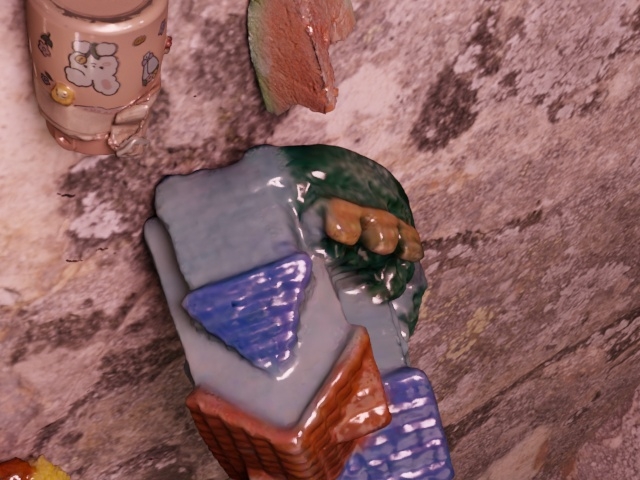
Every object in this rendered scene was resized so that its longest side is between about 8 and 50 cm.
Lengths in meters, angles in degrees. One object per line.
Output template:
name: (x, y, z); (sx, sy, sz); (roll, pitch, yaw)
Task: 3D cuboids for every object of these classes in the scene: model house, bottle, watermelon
model house: (0.001, 0.129, 0.966); (0.252, 0.329, 0.295); (-13, 148, 0)
bottle: (-0.149, -0.115, 0.746); (0.099, 0.099, 0.152); (-22, 148, -28)
watermelon: (-0.008, -0.172, 0.859); (0.101, 0.080, 0.155); (-41, 136, -15)

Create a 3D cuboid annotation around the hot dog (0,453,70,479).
hot dog: (-0.340, 0.285, 1.077); (0.213, 0.103, 0.146); (-16, 146, -32)
